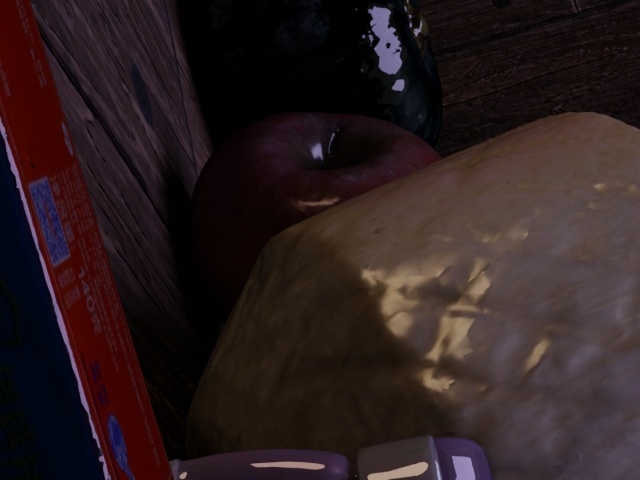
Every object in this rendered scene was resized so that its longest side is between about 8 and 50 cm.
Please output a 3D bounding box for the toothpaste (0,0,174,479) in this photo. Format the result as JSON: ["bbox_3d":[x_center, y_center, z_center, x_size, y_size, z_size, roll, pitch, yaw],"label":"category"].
[{"bbox_3d":[-0.084,0.019,0.353,0.066,0.076,0.320,-64,139,-82],"label":"toothpaste"}]

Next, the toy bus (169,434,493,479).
[{"bbox_3d":[0.002,0.149,0.522,0.202,0.142,0.142,61,15,-66],"label":"toy bus"}]

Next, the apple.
[{"bbox_3d":[0.000,0.000,0.927,0.153,0.153,0.120,-96,-172,-59],"label":"apple"}]

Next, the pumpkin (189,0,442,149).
[{"bbox_3d":[0.000,-0.128,1.207,0.233,0.163,0.233,-17,90,-84],"label":"pumpkin"}]

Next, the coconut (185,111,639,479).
[{"bbox_3d":[0.110,0.096,0.770,0.329,0.329,0.328,-15,90,-85],"label":"coconut"}]
